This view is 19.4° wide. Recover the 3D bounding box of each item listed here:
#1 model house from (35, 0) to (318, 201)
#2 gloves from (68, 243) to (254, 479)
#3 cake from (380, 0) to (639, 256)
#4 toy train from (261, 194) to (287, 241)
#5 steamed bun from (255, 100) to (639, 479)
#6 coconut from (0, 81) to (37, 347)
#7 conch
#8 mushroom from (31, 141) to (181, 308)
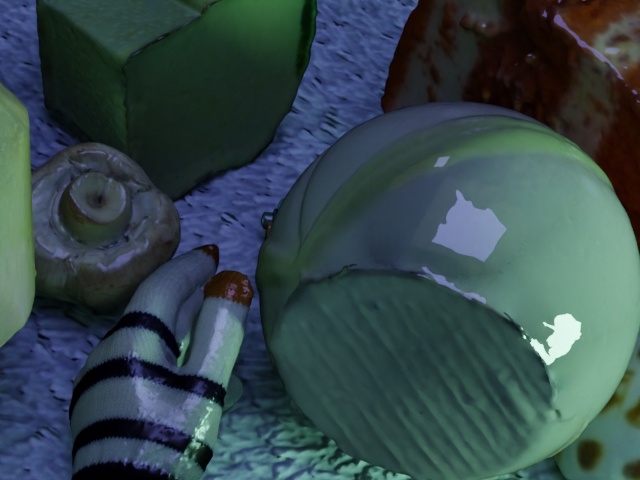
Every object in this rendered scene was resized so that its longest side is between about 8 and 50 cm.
[{"bbox_3d":[-0.138,-0.176,1.625,0.214,0.195,0.189,-34,56,-27],"label":"model house"},{"bbox_3d":[-0.122,0.098,1.425,0.131,0.140,0.218,7,59,-3],"label":"gloves"},{"bbox_3d":[0.250,-0.149,1.635,0.319,0.270,0.269,40,53,20],"label":"cake"},{"bbox_3d":[0.000,0.000,1.596,0.103,0.044,0.064,6,54,-7],"label":"toy train"},{"bbox_3d":[0.111,0.015,1.458,0.309,0.309,0.309,7,51,-9],"label":"steamed bun"},{"bbox_3d":[-0.363,-0.010,1.344,0.353,0.352,0.352,7,51,-9],"label":"coconut"},{"bbox_3d":[0.323,0.120,1.511,0.275,0.148,0.182,-28,68,-29],"label":"conch"},{"bbox_3d":[-0.187,-0.011,1.509,0.148,0.112,0.148,9,63,-18],"label":"mushroom"}]
